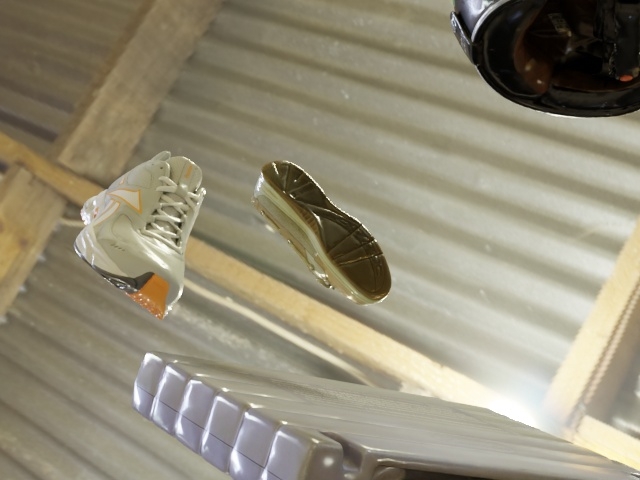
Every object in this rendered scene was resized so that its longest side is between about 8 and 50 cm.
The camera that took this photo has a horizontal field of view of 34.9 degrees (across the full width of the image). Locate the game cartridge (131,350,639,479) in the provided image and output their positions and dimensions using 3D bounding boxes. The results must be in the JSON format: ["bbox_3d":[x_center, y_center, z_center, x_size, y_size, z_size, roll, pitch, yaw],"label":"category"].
[{"bbox_3d":[0.065,0.154,0.736,0.230,0.355,0.068,8,-96,55],"label":"game cartridge"}]

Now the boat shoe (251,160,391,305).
[{"bbox_3d":[-0.002,0.000,0.837,0.153,0.056,0.048,46,-45,19],"label":"boat shoe"}]

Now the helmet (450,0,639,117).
[{"bbox_3d":[0.168,-0.178,0.648,0.169,0.169,0.162,-5,-124,26],"label":"helmet"}]

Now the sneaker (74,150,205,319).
[{"bbox_3d":[-0.158,-0.023,0.957,0.121,0.099,0.262,-46,-154,4],"label":"sneaker"}]
